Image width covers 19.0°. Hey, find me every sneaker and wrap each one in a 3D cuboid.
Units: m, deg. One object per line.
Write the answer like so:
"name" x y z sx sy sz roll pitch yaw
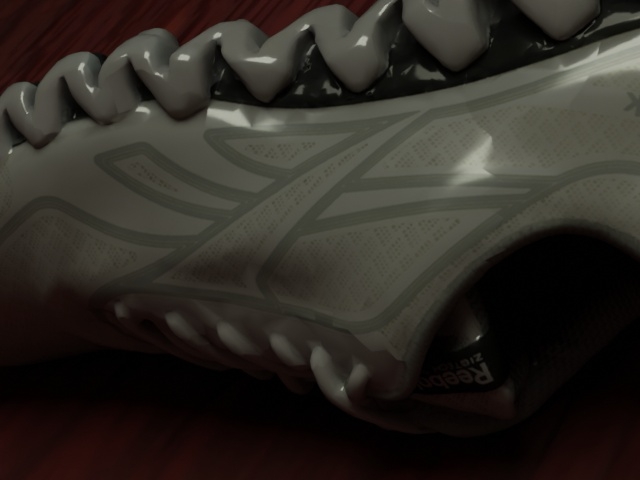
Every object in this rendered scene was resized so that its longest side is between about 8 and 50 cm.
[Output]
"sneaker" 0.000 0.000 0.524 0.292 0.110 0.118 -17 68 29
